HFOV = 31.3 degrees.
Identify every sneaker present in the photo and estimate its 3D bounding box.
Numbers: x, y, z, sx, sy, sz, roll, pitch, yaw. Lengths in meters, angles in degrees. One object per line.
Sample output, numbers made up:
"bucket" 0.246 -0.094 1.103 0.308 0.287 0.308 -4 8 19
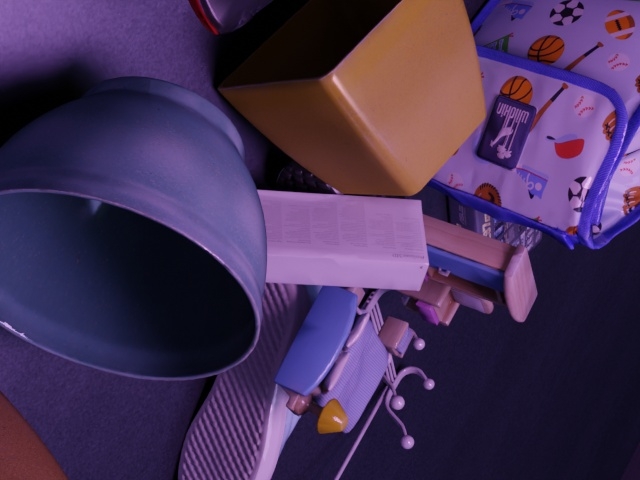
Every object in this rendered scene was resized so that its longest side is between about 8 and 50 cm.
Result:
"sneaker" 0.033 -0.072 1.470 0.124 0.107 0.283 -67 155 -13
"sneaker" -0.062 0.216 1.482 0.150 0.135 0.366 9 105 -52

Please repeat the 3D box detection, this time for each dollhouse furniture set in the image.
"dollhouse furniture set" 0.120 0.153 1.444 0.303 0.198 0.286 -60 153 -17

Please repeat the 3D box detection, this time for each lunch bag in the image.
"lunch bag" 0.338 -0.189 1.581 0.385 0.328 0.239 -51 140 -16

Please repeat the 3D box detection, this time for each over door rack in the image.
"over door rack" 0.053 0.252 1.688 0.324 0.108 0.239 -45 142 -25

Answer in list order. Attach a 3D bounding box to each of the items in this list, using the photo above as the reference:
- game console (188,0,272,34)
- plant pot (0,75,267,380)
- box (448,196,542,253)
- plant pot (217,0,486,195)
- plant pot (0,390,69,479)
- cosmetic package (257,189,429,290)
"game console" -0.037 -0.428 1.060 0.386 0.060 0.342 -43 123 -31
"plant pot" -0.176 -0.027 1.070 0.293 0.293 0.196 69 29 -48
"box" 0.288 -0.036 1.857 0.183 0.059 0.232 -44 142 -28
"plant pot" 0.056 -0.165 1.264 0.212 0.212 0.187 -47 118 -24
"plant pot" -0.320 0.272 1.062 0.237 0.254 0.237 -34 137 -38
"cosmetic package" 0.000 0.000 1.326 0.060 0.239 0.099 103 -12 -49
